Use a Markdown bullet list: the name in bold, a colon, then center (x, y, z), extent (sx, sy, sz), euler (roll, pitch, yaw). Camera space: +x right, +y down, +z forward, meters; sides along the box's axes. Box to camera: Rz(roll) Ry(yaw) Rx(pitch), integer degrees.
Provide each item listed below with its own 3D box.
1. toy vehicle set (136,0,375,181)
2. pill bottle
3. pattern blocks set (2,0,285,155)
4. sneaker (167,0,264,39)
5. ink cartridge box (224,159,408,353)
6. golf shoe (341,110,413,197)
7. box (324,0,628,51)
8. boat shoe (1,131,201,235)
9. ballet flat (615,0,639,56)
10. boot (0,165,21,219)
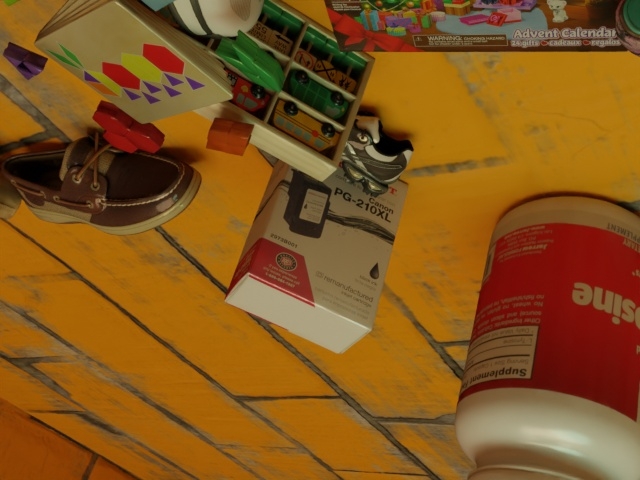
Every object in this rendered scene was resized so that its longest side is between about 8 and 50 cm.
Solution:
- **toy vehicle set**: center (-0.079, -0.195, 0.889), extent (0.267, 0.166, 0.035), euler (28, 148, -16)
- **pill bottle**: center (0.295, 0.166, 1.031), extent (0.229, 0.407, 0.229), euler (13, 149, 8)
- **pattern blocks set**: center (-0.177, -0.167, 0.771), extent (0.325, 0.026, 0.285), euler (3, 152, 42)
- **sneaker**: center (0.019, -0.315, 0.602), extent (0.258, 0.169, 0.447), euler (16, 137, 2)
- **ink cartridge box**: center (0.000, 0.000, 1.089), extent (0.172, 0.237, 0.100), euler (26, 145, -12)
- **golf shoe**: center (0.026, -0.137, 1.030), extent (0.198, 0.077, 0.094), euler (26, 134, -21)
- **box**: center (0.136, -0.265, 0.768), extent (0.293, 0.057, 0.201), euler (5, 146, 22)
- **boat shoe**: center (-0.337, -0.093, 1.234), extent (0.342, 0.123, 0.123), euler (5, 148, 32)
- **ballet flat**: center (0.362, -0.215, 0.704), extent (0.222, 0.076, 0.079), euler (-21, 166, 21)
- **boot**: center (-0.630, -0.141, 1.310), extent (0.269, 0.236, 0.089), euler (22, 113, -45)
